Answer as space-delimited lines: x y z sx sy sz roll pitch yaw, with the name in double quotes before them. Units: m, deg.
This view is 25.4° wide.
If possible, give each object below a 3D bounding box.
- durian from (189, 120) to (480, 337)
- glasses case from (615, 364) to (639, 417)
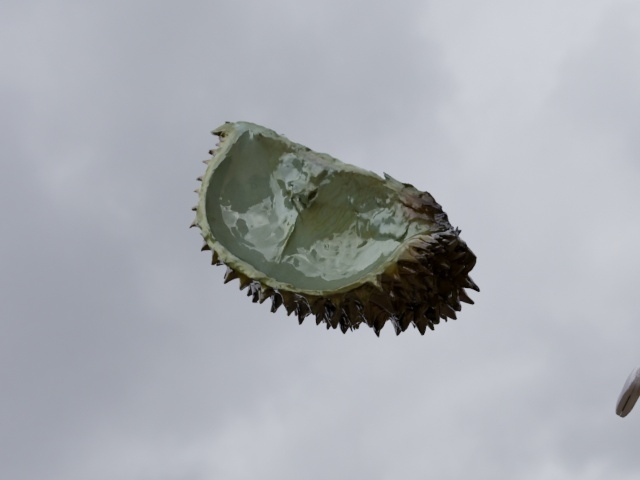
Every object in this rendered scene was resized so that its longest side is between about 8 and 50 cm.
"durian" 0.000 0.000 1.117 0.144 0.252 0.139 7 -77 -62
"glasses case" 0.328 0.159 1.499 0.032 0.021 0.083 -56 -15 -30
